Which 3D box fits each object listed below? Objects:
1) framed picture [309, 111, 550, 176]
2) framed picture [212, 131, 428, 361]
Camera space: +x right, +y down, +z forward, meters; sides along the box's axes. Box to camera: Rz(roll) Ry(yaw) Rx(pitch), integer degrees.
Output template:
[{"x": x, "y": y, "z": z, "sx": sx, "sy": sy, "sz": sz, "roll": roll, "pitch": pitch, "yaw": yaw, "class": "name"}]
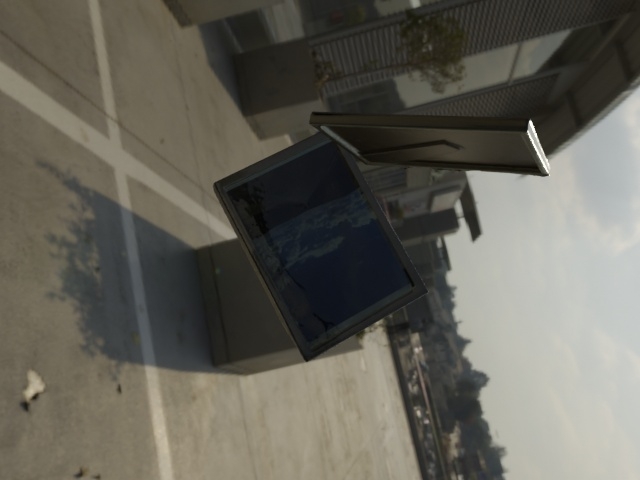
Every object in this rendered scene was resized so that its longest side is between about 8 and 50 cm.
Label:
[{"x": 0.081, "y": -0.067, "z": 0.481, "sx": 0.109, "sy": 0.149, "sz": 0.011, "roll": 24, "pitch": 75, "yaw": -63, "class": "framed picture"}, {"x": 0.000, "y": 0.000, "z": 0.870, "sx": 0.260, "sy": 0.189, "sz": 0.023, "roll": 62, "pitch": -15, "yaw": 3, "class": "framed picture"}]
